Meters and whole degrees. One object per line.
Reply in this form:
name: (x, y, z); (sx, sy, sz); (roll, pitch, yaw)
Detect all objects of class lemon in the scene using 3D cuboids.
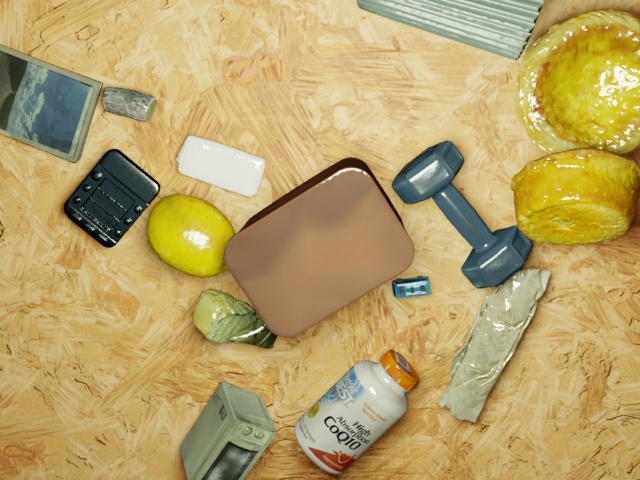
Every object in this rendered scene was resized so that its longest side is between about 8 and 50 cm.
lemon: (-0.271, -0.008, 1.821); (0.207, 0.170, 0.170); (31, 104, 1)

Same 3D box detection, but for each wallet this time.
wallet: (-0.218, -0.162, 1.847); (0.190, 0.033, 0.095); (17, 103, -2)

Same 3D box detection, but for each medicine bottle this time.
medicine bottle: (0.088, 0.374, 1.903); (0.157, 0.157, 0.288); (42, 103, -7)

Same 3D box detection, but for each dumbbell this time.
dumbbell: (0.300, -0.051, 1.790); (0.156, 0.143, 0.316); (-39, 99, 11)

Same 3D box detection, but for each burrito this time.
burrito: (0.379, 0.223, 1.890); (0.117, 0.076, 0.392); (24, 105, -2)

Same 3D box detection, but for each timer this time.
timer: (-0.457, -0.093, 1.869); (0.144, 0.055, 0.187); (40, 99, -9)

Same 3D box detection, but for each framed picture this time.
framed picture: (-0.618, -0.298, 1.842); (0.260, 0.023, 0.189); (22, 102, -2)

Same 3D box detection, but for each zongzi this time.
zongzi: (-0.140, 0.186, 1.904); (0.113, 0.052, 0.104); (18, 100, -31)

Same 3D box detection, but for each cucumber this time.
cucumber: (-0.409, -0.292, 1.810); (0.112, 0.064, 0.064); (16, 105, 2)

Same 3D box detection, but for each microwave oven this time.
microwave oven: (-0.208, 0.453, 1.935); (0.129, 0.163, 0.205); (26, 107, -28)

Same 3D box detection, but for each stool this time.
stool: (0.257, -0.526, 1.606); (0.330, 0.297, 0.297); (16, 105, 4)

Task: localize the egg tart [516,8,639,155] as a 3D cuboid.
egg tart: (0.547, -0.309, 1.722); (0.319, 0.128, 0.318); (1, 102, 4)

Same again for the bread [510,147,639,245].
bread: (0.509, -0.087, 1.706); (0.269, 0.268, 0.145); (7, 66, 1)

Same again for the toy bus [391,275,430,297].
toy bus: (0.201, 0.104, 1.885); (0.083, 0.046, 0.038); (-7, 104, 4)

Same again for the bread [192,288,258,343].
bread: (-0.224, 0.165, 1.902); (0.110, 0.156, 0.103); (39, 98, 27)

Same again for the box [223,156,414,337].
box: (0.000, 0.000, 1.775); (0.339, 0.229, 0.239); (-32, 101, 10)
